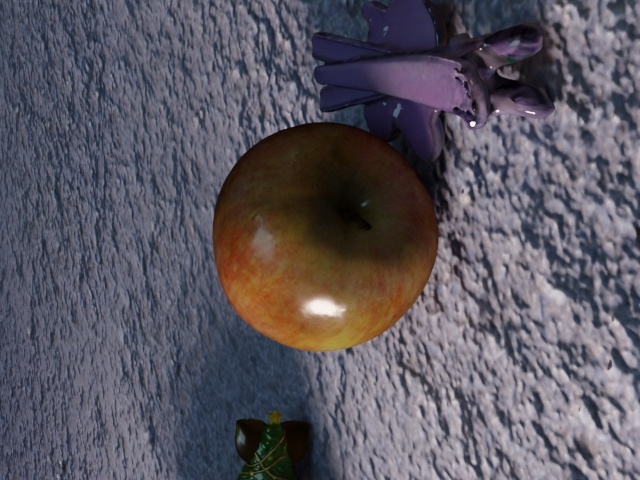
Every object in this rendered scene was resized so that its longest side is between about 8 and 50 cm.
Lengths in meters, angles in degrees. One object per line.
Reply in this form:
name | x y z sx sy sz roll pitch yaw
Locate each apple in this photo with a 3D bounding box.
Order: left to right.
apple | 0.000 0.000 0.952 0.174 0.188 0.188 -50 54 57

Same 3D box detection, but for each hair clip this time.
hair clip | 0.084 -0.124 0.896 0.278 0.090 0.137 25 131 63

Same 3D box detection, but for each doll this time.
doll | -0.053 0.237 1.187 0.077 0.078 0.113 -93 10 -50
